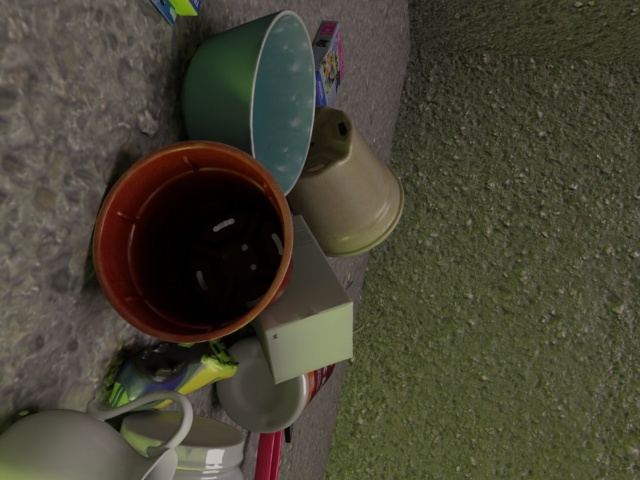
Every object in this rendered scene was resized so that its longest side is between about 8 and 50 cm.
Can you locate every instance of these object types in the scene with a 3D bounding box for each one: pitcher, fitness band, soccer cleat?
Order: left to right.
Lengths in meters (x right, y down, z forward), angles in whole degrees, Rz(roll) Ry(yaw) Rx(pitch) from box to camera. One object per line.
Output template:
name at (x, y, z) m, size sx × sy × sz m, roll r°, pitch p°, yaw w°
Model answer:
pitcher at (-0.265, 0.251, 0.571) m, size 0.125 × 0.207 × 0.178 m, roll 76°, pitch 28°, yaw -57°
soccer cleat at (-0.250, 0.235, 0.850) m, size 0.121 × 0.093 × 0.289 m, roll -50°, pitch 159°, yaw 7°
fitness band at (-0.155, 0.657, 1.453) m, size 0.209 × 0.054 × 0.291 m, roll 74°, pitch 21°, yaw -84°

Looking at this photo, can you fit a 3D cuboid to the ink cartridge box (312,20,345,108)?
ink cartridge box at (0.003, -0.465, 1.409) m, size 0.186 × 0.065 × 0.311 m, roll 75°, pitch 30°, yaw -57°

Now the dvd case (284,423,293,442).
dvd case at (-0.096, 0.529, 1.650) m, size 0.253 × 0.022 × 0.181 m, roll -81°, pitch 172°, yaw -55°

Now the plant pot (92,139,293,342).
plant pot at (-0.159, 0.018, 0.764) m, size 0.265 × 0.272 × 0.273 m, roll 62°, pitch 40°, yaw -80°

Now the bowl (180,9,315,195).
bowl at (-0.129, -0.239, 0.849) m, size 0.311 × 0.163 × 0.312 m, roll 11°, pitch 90°, yaw -75°

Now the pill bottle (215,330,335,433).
pill bottle at (-0.086, 0.315, 1.254) m, size 0.392 × 0.223 × 0.224 m, roll -12°, pitch 111°, yaw -74°

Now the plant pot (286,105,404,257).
plant pot at (0.026, -0.170, 1.261) m, size 0.305 × 0.333 × 0.334 m, roll 53°, pitch 47°, yaw -55°

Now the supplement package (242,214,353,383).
supplement package at (-0.067, 0.114, 1.017) m, size 0.293 × 0.177 × 0.175 m, roll -120°, pitch -160°, yaw -46°

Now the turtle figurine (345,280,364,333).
turtle figurine at (0.006, 0.303, 1.579) m, size 0.274 × 0.198 × 0.266 m, roll -5°, pitch 131°, yaw -33°

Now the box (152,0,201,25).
box at (-0.202, -0.420, 0.697) m, size 0.109 × 0.042 × 0.178 m, roll 42°, pitch 58°, yaw -72°

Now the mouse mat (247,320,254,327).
mouse mat at (-0.119, 0.192, 1.134) m, size 0.007 × 0.189 × 0.152 m, roll -65°, pitch 167°, yaw 10°

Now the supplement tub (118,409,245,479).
supplement tub at (-0.244, 0.445, 0.734) m, size 0.228 × 0.228 × 0.317 m, roll 43°, pitch 59°, yaw -73°
